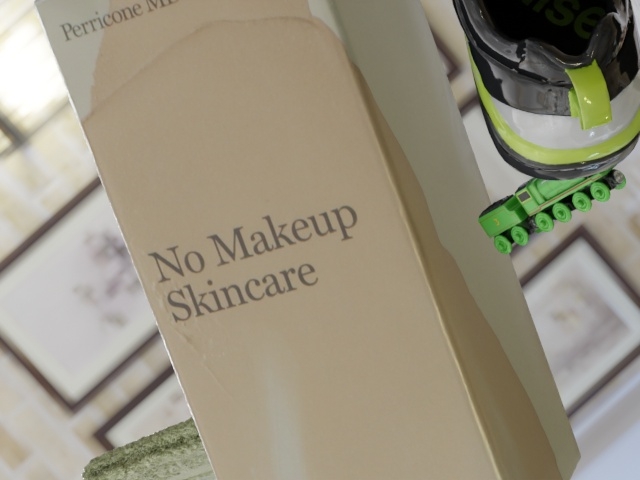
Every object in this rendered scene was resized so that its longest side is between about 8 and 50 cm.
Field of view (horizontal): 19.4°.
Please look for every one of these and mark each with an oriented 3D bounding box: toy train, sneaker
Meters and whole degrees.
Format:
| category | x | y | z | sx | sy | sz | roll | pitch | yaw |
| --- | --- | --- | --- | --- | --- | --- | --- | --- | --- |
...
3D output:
| category | x | y | z | sx | sy | sz | roll | pitch | yaw |
| --- | --- | --- | --- | --- | --- | --- | --- | --- | --- |
| toy train | 0.097 | -0.017 | 0.791 | 0.024 | 0.017 | 0.083 | 56 | 142 | -1 |
| sneaker | 0.079 | -0.134 | 0.746 | 0.097 | 0.084 | 0.235 | 76 | 175 | -60 |

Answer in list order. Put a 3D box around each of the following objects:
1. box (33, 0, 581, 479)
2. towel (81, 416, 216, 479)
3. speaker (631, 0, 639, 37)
| category | x | y | z | sx | sy | sz | roll | pitch | yaw |
| --- | --- | --- | --- | --- | --- | --- | --- | --- | --- |
| box | 0.000 | 0.000 | 0.887 | 0.311 | 0.148 | 0.121 | 68 | -156 | -9 |
| towel | -0.085 | 0.150 | 1.326 | 0.110 | 0.148 | 0.027 | 27 | -135 | -62 |
| speaker | 0.287 | -0.283 | 1.669 | 0.131 | 0.131 | 0.296 | 48 | -179 | 36 |
